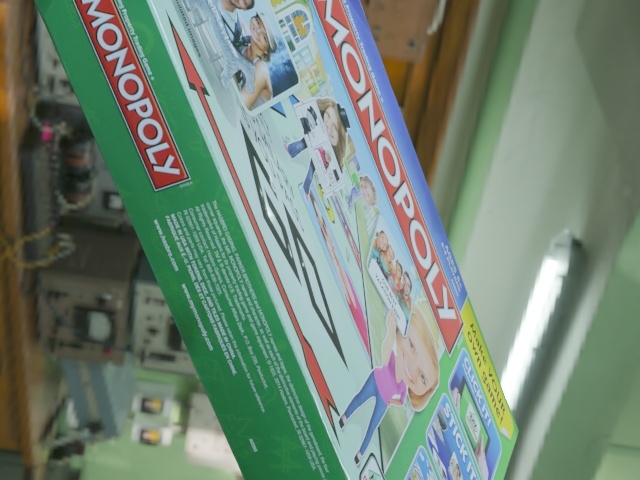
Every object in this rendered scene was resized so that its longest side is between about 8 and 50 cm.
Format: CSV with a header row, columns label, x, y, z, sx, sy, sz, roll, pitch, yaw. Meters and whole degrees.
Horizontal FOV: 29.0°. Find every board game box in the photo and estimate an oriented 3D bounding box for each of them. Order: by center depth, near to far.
label,x,y,z,sx,sy,sz,roll,pitch,yaw
board game box,0.000,0.000,0.537,0.317,0.046,0.213,68,24,-13
